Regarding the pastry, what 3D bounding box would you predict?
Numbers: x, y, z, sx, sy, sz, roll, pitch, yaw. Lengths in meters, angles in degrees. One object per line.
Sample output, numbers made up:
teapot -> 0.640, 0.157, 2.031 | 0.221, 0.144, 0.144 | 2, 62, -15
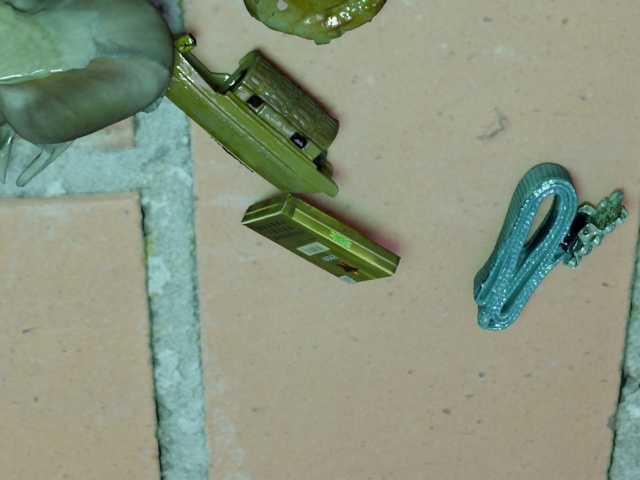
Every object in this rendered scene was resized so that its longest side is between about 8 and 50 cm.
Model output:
pastry -> -0.007, -0.245, 1.381 | 0.153, 0.081, 0.153 | -2, 130, -2

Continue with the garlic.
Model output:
garlic -> -0.254, -0.133, 1.336 | 0.210, 0.292, 0.237 | 32, 84, 6

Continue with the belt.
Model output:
belt -> 0.216, 0.014, 1.572 | 0.100, 0.065, 0.179 | 23, 117, -9

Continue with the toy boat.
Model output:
toy boat -> -0.064, -0.123, 1.457 | 0.226, 0.068, 0.088 | 41, 103, -22

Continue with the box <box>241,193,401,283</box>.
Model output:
box -> 0.000, 0.000, 1.524 | 0.133, 0.090, 0.023 | 29, 73, -20
